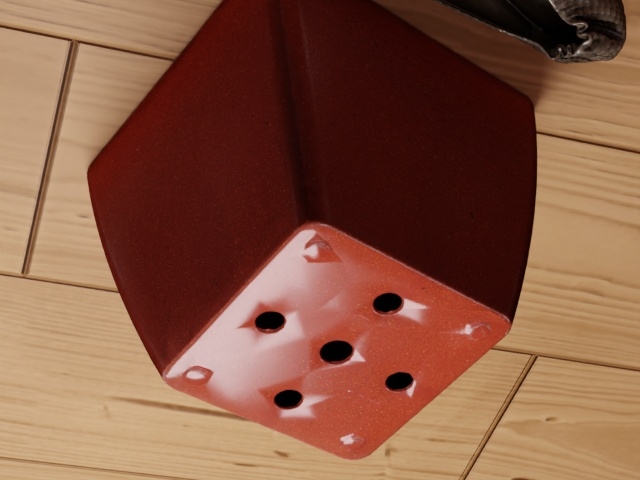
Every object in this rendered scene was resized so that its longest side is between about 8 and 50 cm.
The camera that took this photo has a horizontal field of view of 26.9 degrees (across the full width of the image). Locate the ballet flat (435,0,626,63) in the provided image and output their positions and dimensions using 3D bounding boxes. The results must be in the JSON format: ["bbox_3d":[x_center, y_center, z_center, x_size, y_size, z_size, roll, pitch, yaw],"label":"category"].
[{"bbox_3d":[0.101,-0.186,0.925,0.250,0.058,0.084,26,137,-12],"label":"ballet flat"}]

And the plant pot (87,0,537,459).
[{"bbox_3d":[0.000,0.000,0.990,0.267,0.235,0.267,27,125,-27],"label":"plant pot"}]
